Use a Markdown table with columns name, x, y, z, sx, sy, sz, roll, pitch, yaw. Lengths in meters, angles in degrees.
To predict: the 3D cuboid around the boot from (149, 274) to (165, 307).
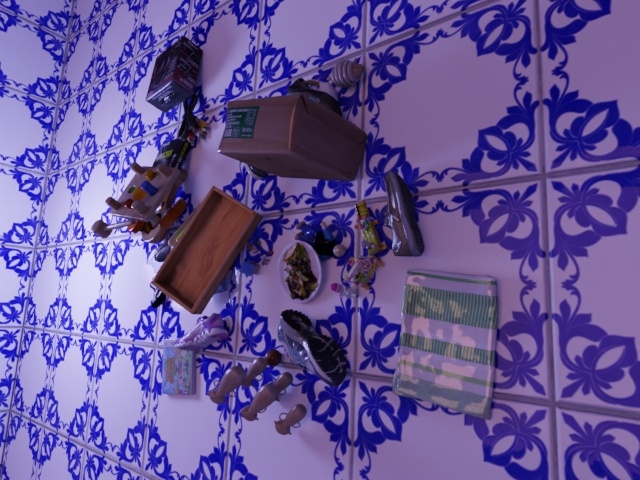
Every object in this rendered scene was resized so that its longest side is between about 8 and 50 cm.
| name | x | y | z | sx | sy | sz | roll | pitch | yaw |
| --- | --- | --- | --- | --- | --- | --- | --- | --- | --- |
| boot | -0.700 | 0.215 | 1.860 | 0.099 | 0.045 | 0.121 | 34 | 95 | 35 |

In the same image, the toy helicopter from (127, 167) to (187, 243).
| name | x | y | z | sx | sy | sz | roll | pitch | yaw |
| --- | --- | --- | --- | --- | --- | --- | --- | --- | --- |
| toy helicopter | -0.652 | -0.152 | 1.849 | 0.235 | 0.140 | 0.354 | 9 | 74 | 46 |

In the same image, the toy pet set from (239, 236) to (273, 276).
| name | x | y | z | sx | sy | sz | roll | pitch | yaw |
| --- | --- | --- | --- | --- | --- | --- | --- | --- | --- |
| toy pet set | -0.241 | 0.057 | 1.514 | 0.122 | 0.065 | 0.114 | 32 | 101 | 39 |

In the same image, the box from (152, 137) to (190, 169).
| name | x | y | z | sx | sy | sz | roll | pitch | yaw |
| --- | --- | --- | --- | --- | --- | --- | --- | --- | --- |
| box | -0.662 | -0.363 | 1.919 | 0.191 | 0.045 | 0.184 | -5 | 62 | 38 |

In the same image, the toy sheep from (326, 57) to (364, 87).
| name | x | y | z | sx | sy | sz | roll | pitch | yaw |
| --- | --- | --- | --- | --- | --- | --- | --- | --- | --- |
| toy sheep | 0.078 | -0.523 | 1.370 | 0.132 | 0.091 | 0.091 | -7 | 77 | 38 |

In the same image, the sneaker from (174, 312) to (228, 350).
| name | x | y | z | sx | sy | sz | roll | pitch | yaw |
| --- | --- | --- | --- | --- | --- | --- | --- | --- | --- |
| sneaker | -0.438 | 0.334 | 1.602 | 0.237 | 0.095 | 0.104 | -26 | 60 | 24 |

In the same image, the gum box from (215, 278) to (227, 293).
| name | x | y | z | sx | sy | sz | roll | pitch | yaw |
| --- | --- | --- | --- | --- | --- | --- | --- | --- | --- |
| gum box | -0.440 | 0.120 | 1.648 | 0.157 | 0.041 | 0.184 | -18 | 68 | 16 |

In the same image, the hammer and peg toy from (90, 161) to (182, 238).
| name | x | y | z | sx | sy | sz | roll | pitch | yaw |
| --- | --- | --- | --- | --- | --- | --- | --- | --- | --- |
| hammer and peg toy | -0.728 | -0.147 | 1.746 | 0.266 | 0.127 | 0.361 | 8 | 63 | 33 |

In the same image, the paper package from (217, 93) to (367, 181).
| name | x | y | z | sx | sy | sz | roll | pitch | yaw |
| --- | --- | --- | --- | --- | --- | --- | --- | --- | --- |
| paper package | -0.087 | -0.298 | 1.308 | 0.325 | 0.310 | 0.168 | 11 | 87 | 41 |

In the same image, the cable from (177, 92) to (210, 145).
| name | x | y | z | sx | sy | sz | roll | pitch | yaw |
| --- | --- | --- | --- | --- | --- | --- | --- | --- | --- |
| cable | -0.563 | -0.526 | 1.900 | 0.140 | 0.072 | 0.287 | -32 | 53 | 14 |

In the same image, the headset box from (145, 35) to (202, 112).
| name | x | y | z | sx | sy | sz | roll | pitch | yaw |
| --- | --- | --- | --- | --- | --- | --- | --- | --- | --- |
| headset box | -0.654 | -0.725 | 1.943 | 0.218 | 0.110 | 0.292 | -15 | 60 | 36 |

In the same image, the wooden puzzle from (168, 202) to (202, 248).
| name | x | y | z | sx | sy | sz | roll | pitch | yaw |
| --- | --- | --- | --- | --- | --- | --- | --- | --- | --- |
| wooden puzzle | -0.458 | -0.030 | 1.670 | 0.239 | 0.044 | 0.220 | 27 | 74 | 37 |

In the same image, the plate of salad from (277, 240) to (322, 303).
| name | x | y | z | sx | sy | sz | roll | pitch | yaw |
| --- | --- | --- | --- | --- | --- | --- | --- | --- | --- |
| plate of salad | -0.076 | 0.100 | 1.371 | 0.200 | 0.048 | 0.199 | 0 | 90 | 41 |

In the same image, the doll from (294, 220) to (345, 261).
| name | x | y | z | sx | sy | sz | roll | pitch | yaw |
| --- | --- | --- | --- | --- | --- | --- | --- | --- | --- |
| doll | 0.000 | 0.000 | 1.342 | 0.189 | 0.046 | 0.128 | 29 | 120 | 36 |

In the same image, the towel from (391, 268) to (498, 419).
| name | x | y | z | sx | sy | sz | roll | pitch | yaw |
| --- | --- | --- | --- | --- | --- | --- | --- | --- | --- |
| towel | 0.300 | 0.238 | 1.066 | 0.248 | 0.038 | 0.324 | 3 | 82 | 38 |

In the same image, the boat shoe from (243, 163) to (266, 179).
| name | x | y | z | sx | sy | sz | roll | pitch | yaw |
| --- | --- | --- | --- | --- | --- | --- | --- | --- | --- |
| boat shoe | -0.258 | -0.338 | 1.590 | 0.079 | 0.095 | 0.254 | -42 | 60 | 27 |

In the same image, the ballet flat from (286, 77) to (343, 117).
| name | x | y | z | sx | sy | sz | roll | pitch | yaw |
| --- | --- | --- | --- | --- | --- | --- | --- | --- | --- |
| ballet flat | -0.009 | -0.476 | 1.426 | 0.280 | 0.095 | 0.096 | 38 | 93 | 37 |

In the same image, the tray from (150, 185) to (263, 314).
| name | x | y | z | sx | sy | sz | roll | pitch | yaw |
| --- | --- | --- | --- | --- | --- | --- | --- | --- | --- |
| tray | -0.400 | 0.033 | 1.544 | 0.203 | 0.076 | 0.410 | 32 | 89 | 16 |

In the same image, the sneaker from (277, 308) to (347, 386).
| name | x | y | z | sx | sy | sz | roll | pitch | yaw |
| --- | --- | --- | --- | --- | --- | --- | --- | --- | --- |
| sneaker | -0.030 | 0.331 | 1.286 | 0.283 | 0.110 | 0.122 | 43 | 126 | 38 |

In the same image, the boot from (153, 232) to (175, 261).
| name | x | y | z | sx | sy | sz | roll | pitch | yaw |
| --- | --- | --- | --- | --- | --- | --- | --- | --- | --- |
| boot | -0.593 | 0.093 | 1.792 | 0.190 | 0.076 | 0.208 | -44 | 64 | 24 |

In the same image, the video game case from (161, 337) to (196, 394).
| name | x | y | z | sx | sy | sz | roll | pitch | yaw |
| --- | --- | --- | --- | --- | --- | --- | --- | --- | --- |
| video game case | -0.553 | 0.489 | 1.700 | 0.194 | 0.023 | 0.212 | -13 | 73 | 36 |

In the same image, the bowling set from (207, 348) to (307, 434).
| name | x | y | z | sx | sy | sz | roll | pitch | yaw |
| --- | --- | --- | --- | --- | --- | --- | --- | --- | --- |
| bowling set | -0.172 | 0.451 | 1.342 | 0.287 | 0.200 | 0.154 | 36 | 115 | -6 |

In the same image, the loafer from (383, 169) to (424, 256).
| name | x | y | z | sx | sy | sz | roll | pitch | yaw |
| --- | --- | --- | --- | --- | --- | --- | --- | --- | --- |
| loafer | 0.202 | -0.070 | 1.169 | 0.088 | 0.094 | 0.250 | -21 | 69 | 29 |

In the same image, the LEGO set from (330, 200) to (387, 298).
| name | x | y | z | sx | sy | sz | roll | pitch | yaw |
| --- | --- | --- | --- | --- | --- | --- | --- | --- | --- |
| LEGO set | 0.104 | 0.024 | 1.220 | 0.132 | 0.107 | 0.286 | 12 | 88 | 39 |
